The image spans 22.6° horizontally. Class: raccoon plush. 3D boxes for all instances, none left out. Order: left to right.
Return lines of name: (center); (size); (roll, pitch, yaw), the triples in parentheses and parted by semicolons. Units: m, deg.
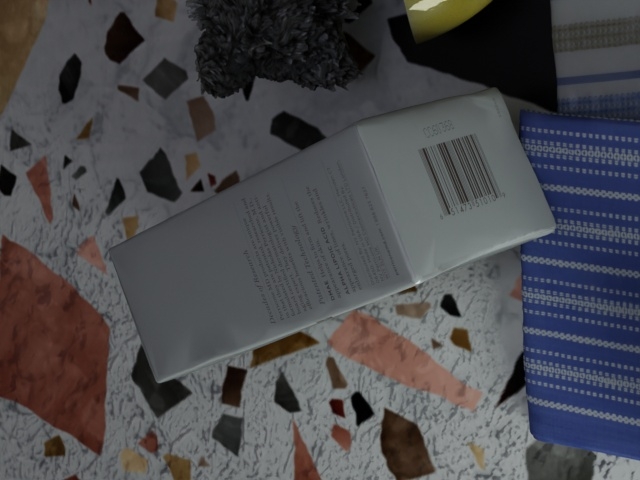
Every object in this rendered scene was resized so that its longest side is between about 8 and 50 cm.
raccoon plush: (-0.084, -0.303, 1.469); (0.216, 0.446, 0.299); (-2, 84, 21)

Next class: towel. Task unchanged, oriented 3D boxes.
towel: (0.295, 0.050, 1.466); (0.243, 0.040, 0.336); (8, 110, 35)
towel: (0.310, -0.147, 1.449); (0.209, 0.034, 0.285); (-4, 94, 36)

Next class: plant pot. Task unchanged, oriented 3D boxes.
plant pot: (0.123, -0.261, 1.511); (0.095, 0.134, 0.134); (-12, 91, 7)

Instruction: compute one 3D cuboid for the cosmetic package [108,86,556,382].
cosmetic package: (0.000, 0.000, 1.536); (0.385, 0.217, 0.156); (-26, 84, 46)
